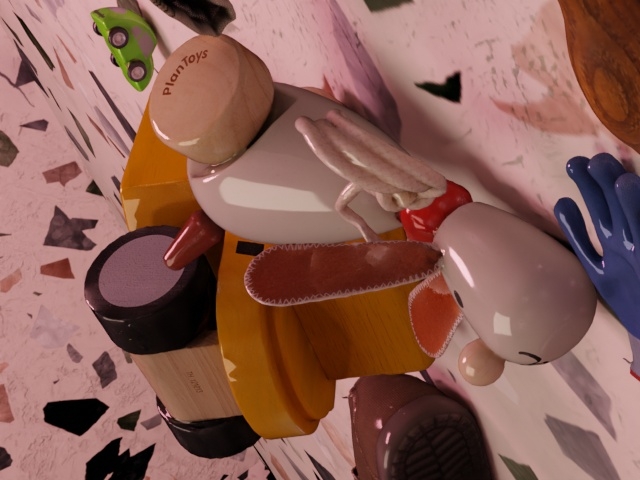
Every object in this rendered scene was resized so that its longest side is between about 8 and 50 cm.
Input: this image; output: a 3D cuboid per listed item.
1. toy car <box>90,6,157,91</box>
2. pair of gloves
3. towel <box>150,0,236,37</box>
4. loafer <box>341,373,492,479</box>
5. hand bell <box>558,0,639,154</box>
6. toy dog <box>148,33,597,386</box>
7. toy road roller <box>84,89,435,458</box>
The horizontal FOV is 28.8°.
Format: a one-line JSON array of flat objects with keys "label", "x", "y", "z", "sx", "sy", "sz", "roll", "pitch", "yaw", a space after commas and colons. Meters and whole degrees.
[{"label": "toy car", "x": -0.226, "y": -0.260, "z": 1.303, "sx": 0.239, "sy": 0.053, "sz": 0.225, "roll": 40, "pitch": 161, "yaw": 53}, {"label": "pair of gloves", "x": 0.184, "y": 0.038, "z": 0.585, "sx": 0.198, "sy": 0.023, "sz": 0.159, "roll": 38, "pitch": 157, "yaw": 52}, {"label": "towel", "x": -0.181, "y": -0.286, "z": 0.715, "sx": 0.312, "sy": 0.056, "sz": 0.324, "roll": 22, "pitch": -144, "yaw": -61}, {"label": "loafer", "x": 0.106, "y": 0.254, "z": 1.240, "sx": 0.130, "sy": 0.133, "sz": 0.366, "roll": 49, "pitch": 157, "yaw": 45}, {"label": "hand bell", "x": 0.089, "y": -0.109, "z": 0.448, "sx": 0.242, "sy": 0.126, "sz": 0.126, "roll": 49, "pitch": 175, "yaw": -40}, {"label": "toy dog", "x": 0.000, "y": 0.000, "z": 0.788, "sx": 0.220, "sy": 0.161, "sz": 0.333, "roll": 27, "pitch": -171, "yaw": -30}, {"label": "toy road roller", "x": -0.029, "y": 0.010, "z": 1.033, "sx": 0.202, "sy": 0.240, "sz": 0.330, "roll": 67, "pitch": -159, "yaw": -44}]
